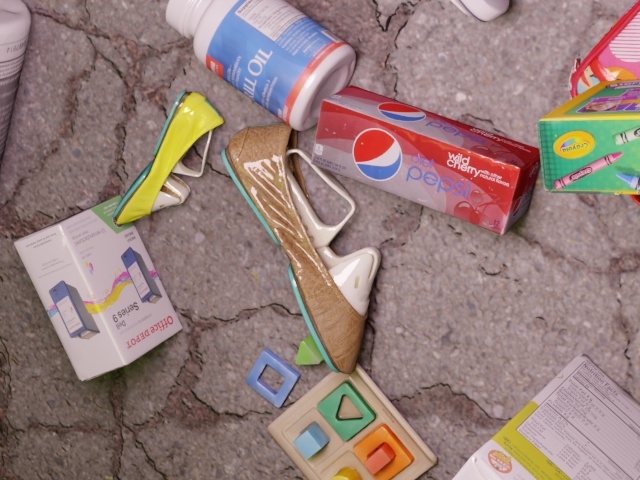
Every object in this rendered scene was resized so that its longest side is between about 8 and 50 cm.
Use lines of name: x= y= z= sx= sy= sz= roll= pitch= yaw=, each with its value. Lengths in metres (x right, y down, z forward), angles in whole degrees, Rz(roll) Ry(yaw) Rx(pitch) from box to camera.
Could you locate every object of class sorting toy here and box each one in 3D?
sorting toy: x=0.035 y=0.279 z=1.980 sx=0.347 sy=0.047 sz=0.196 roll=50 pitch=122 yaw=4

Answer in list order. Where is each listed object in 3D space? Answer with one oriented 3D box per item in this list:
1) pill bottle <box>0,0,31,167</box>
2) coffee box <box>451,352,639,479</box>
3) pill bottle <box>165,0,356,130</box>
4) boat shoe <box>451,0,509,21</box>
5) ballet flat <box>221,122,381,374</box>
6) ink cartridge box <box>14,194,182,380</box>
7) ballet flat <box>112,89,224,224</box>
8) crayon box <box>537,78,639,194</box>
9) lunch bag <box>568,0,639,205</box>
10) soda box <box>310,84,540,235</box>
pill bottle: x=-0.529 y=-0.171 z=2.036 sx=0.204 sy=0.204 sz=0.361 roll=27 pitch=118 yaw=18
coffee box: x=0.279 y=0.401 z=1.721 sx=0.338 sy=0.334 sz=0.337 roll=42 pitch=123 yaw=12
pill bottle: x=-0.077 y=-0.242 z=1.814 sx=0.221 sy=0.124 sz=0.124 roll=35 pitch=120 yaw=14
boat shoe: x=0.109 y=-0.345 z=1.696 sx=0.267 sy=0.096 sz=0.088 roll=51 pitch=127 yaw=6
ballet flat: x=0.000 y=0.000 z=1.881 sx=0.124 sy=0.116 sz=0.342 roll=-26 pitch=90 yaw=13
ink cartridge box: x=-0.300 y=0.064 z=2.022 sx=0.093 sy=0.154 sz=0.212 roll=-20 pitch=96 yaw=30
ballet flat: x=-0.199 y=-0.094 z=1.966 sx=0.077 sy=0.077 sz=0.231 roll=32 pitch=119 yaw=-4
crayon box: x=0.375 y=-0.105 z=1.454 sx=0.278 sy=0.165 sz=0.081 roll=2 pitch=109 yaw=33
lunch bag: x=0.420 y=-0.131 z=1.594 sx=0.293 sy=0.120 sz=0.258 roll=48 pitch=126 yaw=8
soda box: x=0.125 y=-0.101 z=1.777 sx=0.263 sy=0.083 sz=0.092 roll=21 pitch=117 yaw=20
